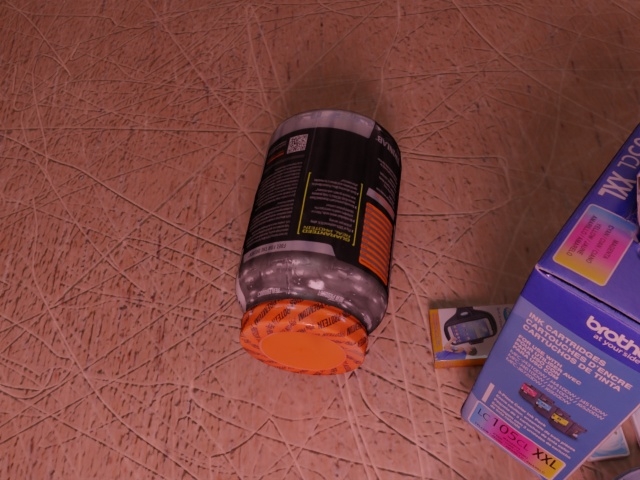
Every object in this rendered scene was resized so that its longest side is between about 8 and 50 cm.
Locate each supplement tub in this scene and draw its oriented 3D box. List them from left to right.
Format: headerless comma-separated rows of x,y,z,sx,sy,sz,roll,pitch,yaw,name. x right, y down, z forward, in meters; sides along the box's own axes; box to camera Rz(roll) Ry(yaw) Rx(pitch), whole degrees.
0.000,0.000,0.943,0.207,0.207,0.337,3,57,11,supplement tub

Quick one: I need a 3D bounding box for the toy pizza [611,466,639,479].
0.387,0.333,0.710,0.201,0.032,0.201,1,43,-1,toy pizza

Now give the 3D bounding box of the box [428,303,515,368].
0.220,0.130,0.929,0.136,0.028,0.081,-6,55,7,box

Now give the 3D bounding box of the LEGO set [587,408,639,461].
0.349,0.293,0.782,0.183,0.060,0.244,-8,54,7,LEGO set

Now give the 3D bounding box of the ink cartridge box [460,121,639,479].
0.311,0.055,0.718,0.151,0.395,0.270,34,58,19,ink cartridge box
